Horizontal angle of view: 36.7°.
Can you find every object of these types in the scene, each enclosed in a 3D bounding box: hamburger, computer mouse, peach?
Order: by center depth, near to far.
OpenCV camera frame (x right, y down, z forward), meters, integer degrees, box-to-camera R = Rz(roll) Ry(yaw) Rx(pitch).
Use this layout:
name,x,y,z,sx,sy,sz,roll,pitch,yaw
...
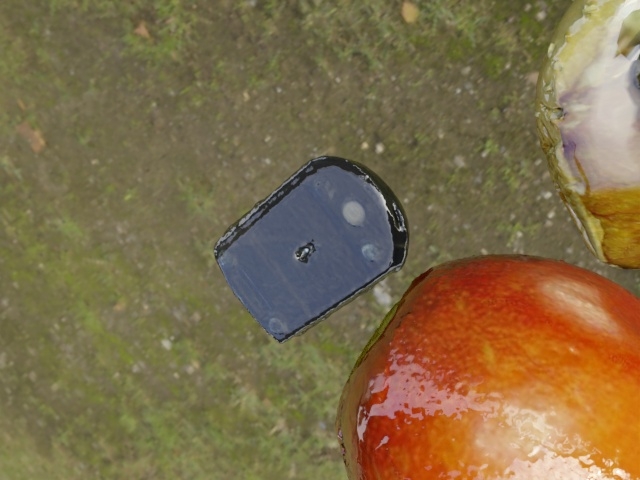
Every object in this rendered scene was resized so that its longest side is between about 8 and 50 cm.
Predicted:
name,x,y,z,sx,sy,sz,roll,pitch,yaw
hamburger,0.258,-0.087,0.691,0.132,0.211,0.309,30,154,51
peach,0.193,0.184,0.838,0.372,0.372,0.290,37,116,15
computer mouse,0.000,0.000,1.177,0.269,0.100,0.170,-35,88,34
